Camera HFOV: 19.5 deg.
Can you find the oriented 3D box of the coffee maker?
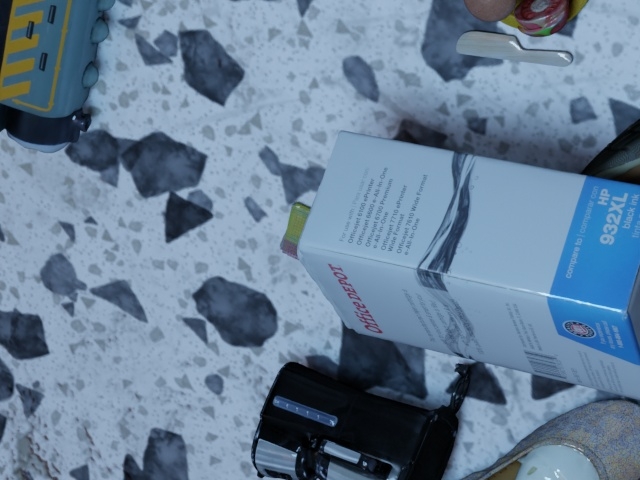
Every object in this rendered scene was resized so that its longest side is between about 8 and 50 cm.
[{"bbox_3d":[0.041,0.191,1.902,0.178,0.171,0.120,19,145,26],"label":"coffee maker"}]

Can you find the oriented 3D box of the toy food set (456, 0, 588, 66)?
[{"bbox_3d":[0.184,-0.252,1.687,0.128,0.071,0.217,17,116,19],"label":"toy food set"}]

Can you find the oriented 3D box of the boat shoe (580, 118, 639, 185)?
[{"bbox_3d":[0.380,-0.087,1.631,0.324,0.122,0.120,-27,99,32],"label":"boat shoe"}]

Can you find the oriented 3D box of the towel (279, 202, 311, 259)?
[{"bbox_3d":[0.000,0.000,1.909,0.083,0.009,0.060,24,117,15],"label":"towel"}]

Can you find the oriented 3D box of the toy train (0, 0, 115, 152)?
[{"bbox_3d":[-0.303,-0.246,1.891,0.190,0.142,0.334,19,117,7],"label":"toy train"}]

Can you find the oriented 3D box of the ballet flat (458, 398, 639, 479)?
[{"bbox_3d":[0.201,0.265,1.859,0.316,0.106,0.107,-36,94,31],"label":"ballet flat"}]

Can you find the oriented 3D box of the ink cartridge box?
[{"bbox_3d":[0.162,0.024,1.708,0.308,0.223,0.129,12,70,21],"label":"ink cartridge box"}]
